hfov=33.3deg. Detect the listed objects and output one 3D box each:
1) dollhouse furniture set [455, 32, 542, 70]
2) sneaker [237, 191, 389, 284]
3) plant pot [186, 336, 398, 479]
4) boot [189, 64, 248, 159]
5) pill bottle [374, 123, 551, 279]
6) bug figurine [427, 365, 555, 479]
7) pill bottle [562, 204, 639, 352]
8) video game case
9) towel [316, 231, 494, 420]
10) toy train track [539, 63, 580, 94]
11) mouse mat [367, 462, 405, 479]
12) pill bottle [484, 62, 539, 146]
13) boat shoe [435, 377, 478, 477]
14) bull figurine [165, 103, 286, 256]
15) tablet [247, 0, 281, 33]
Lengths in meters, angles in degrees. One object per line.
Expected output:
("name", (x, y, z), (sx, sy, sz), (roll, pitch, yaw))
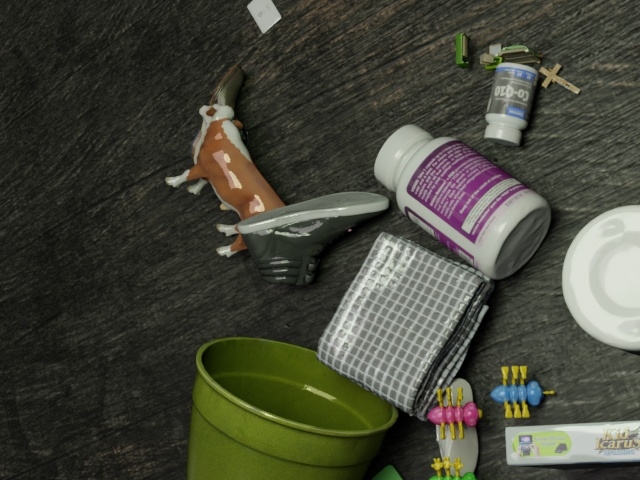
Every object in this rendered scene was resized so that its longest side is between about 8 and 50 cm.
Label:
("dollhouse furniture set", (0.323, -0.350, 1.944), (0.152, 0.076, 0.058), (-2, 80, 31))
("sneaker", (0.000, 0.000, 2.064), (0.296, 0.104, 0.146), (-13, 106, 7))
("plant pot", (-0.091, 0.407, 1.909), (0.366, 0.366, 0.353), (26, 106, 31))
("boot", (-0.181, -0.251, 2.234), (0.106, 0.082, 0.219), (25, 95, 14))
("pill bottle", (0.242, -0.078, 1.884), (0.301, 0.169, 0.169), (40, 101, 29))
("bug figurine", (0.286, 0.352, 1.801), (0.216, 0.072, 0.279), (2, 76, 3))
("pill bottle", (0.507, 0.076, 1.586), (0.204, 0.361, 0.204), (-6, 78, 30))
("video game case", (0.443, 0.313, 1.631), (0.244, 0.269, 0.061), (-8, 75, 29))
("towel", (0.149, 0.141, 1.890), (0.235, 0.121, 0.283), (25, 83, 36))
("toy train track", (0.427, -0.283, 1.908), (0.083, 0.014, 0.048), (37, 93, 25))
("mouse mat", (0.128, 0.518, 1.932), (0.152, 0.007, 0.189), (-45, 61, 16))
("pill bottle", (0.339, -0.241, 1.912), (0.078, 0.078, 0.137), (11, 86, 32))
("boat shoe", (0.230, 0.335, 1.878), (0.063, 0.066, 0.184), (-20, 73, 58))
("bull figurine", (-0.189, -0.123, 2.155), (0.188, 0.101, 0.310), (-38, 81, 24))
("tablet", (-0.120, -0.485, 2.271), (0.054, 0.006, 0.083), (-38, 64, 19))
